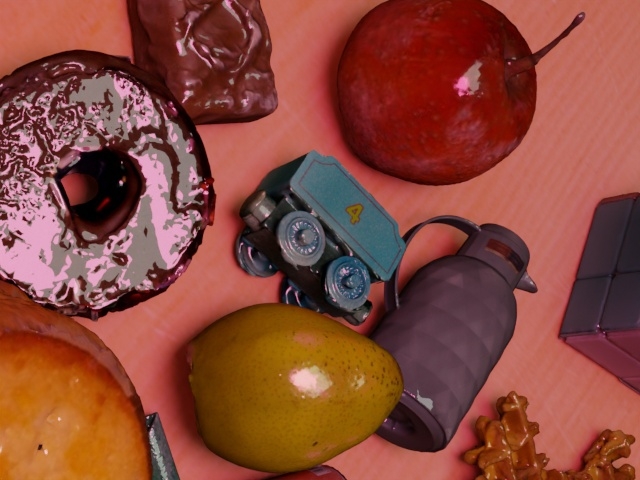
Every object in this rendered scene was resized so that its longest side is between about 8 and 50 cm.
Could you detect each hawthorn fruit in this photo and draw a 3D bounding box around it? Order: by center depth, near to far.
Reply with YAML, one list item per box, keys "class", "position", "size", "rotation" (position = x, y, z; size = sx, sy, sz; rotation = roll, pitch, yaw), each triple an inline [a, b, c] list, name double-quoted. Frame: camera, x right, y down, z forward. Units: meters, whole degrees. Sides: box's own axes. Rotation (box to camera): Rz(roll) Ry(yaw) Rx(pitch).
- class: "hawthorn fruit"
  position: [0.138, -0.171, 1.302]
  size: [0.231, 0.263, 0.235]
  rotation: [-6, 115, -13]

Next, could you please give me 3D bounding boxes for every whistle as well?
- class: "whistle"
  position: [-0.156, 0.270, 1.155]
  size: [0.039, 0.039, 0.186]
  rotation: [-20, 94, -34]

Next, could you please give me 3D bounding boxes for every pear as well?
- class: "pear"
  position: [-0.026, 0.151, 1.160]
  size: [0.220, 0.187, 0.187]
  rotation: [-6, 86, -8]

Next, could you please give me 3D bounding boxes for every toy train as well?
- class: "toy train"
  position: [0.000, 0.000, 1.258]
  size: [0.198, 0.107, 0.154]
  rotation: [45, 55, -20]

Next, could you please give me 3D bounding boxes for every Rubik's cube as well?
- class: "Rubik's cube"
  position: [0.498, 0.073, 1.497]
  size: [0.221, 0.225, 0.231]
  rotation: [32, 67, -26]

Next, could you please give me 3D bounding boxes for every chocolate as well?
- class: "chocolate"
  position: [-0.125, -0.233, 1.213]
  size: [0.148, 0.093, 0.214]
  rotation: [-8, 88, -35]

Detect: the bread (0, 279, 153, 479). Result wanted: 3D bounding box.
- class: "bread"
  position: [-0.312, 0.204, 0.902]
  size: [0.398, 0.215, 0.398]
  rotation: [-17, 112, -53]

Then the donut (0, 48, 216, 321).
- class: "donut"
  position: [-0.234, -0.053, 1.097]
  size: [0.270, 0.103, 0.269]
  rotation: [-1, 92, -26]

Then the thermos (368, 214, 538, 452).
- class: "thermos"
  position: [0.140, 0.091, 1.315]
  size: [0.182, 0.145, 0.286]
  rotation: [42, 61, -12]

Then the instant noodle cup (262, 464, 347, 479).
- class: "instant noodle cup"
  position: [-0.036, 0.300, 1.189]
  size: [0.136, 0.127, 0.127]
  rotation: [-16, 92, -42]

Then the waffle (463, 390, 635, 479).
- class: "waffle"
  position: [0.285, 0.340, 1.419]
  size: [0.293, 0.069, 0.259]
  rotation: [25, 73, -31]
